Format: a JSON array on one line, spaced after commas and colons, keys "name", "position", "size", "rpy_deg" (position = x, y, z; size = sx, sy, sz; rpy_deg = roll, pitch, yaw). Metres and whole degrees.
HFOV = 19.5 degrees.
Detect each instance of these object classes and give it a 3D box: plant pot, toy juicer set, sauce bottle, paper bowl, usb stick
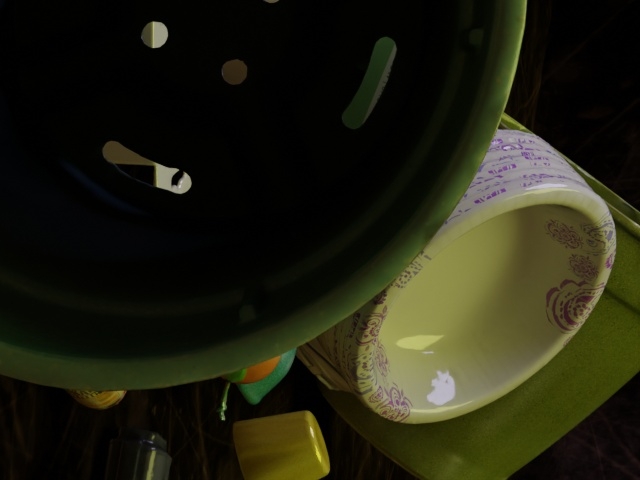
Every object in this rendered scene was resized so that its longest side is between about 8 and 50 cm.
[{"name": "plant pot", "position": [-0.073, -0.119, 0.910], "size": [0.334, 0.341, 0.341], "rpy_deg": [-34, 129, -84]}, {"name": "toy juicer set", "position": [-0.078, 0.039, 1.494], "size": [0.329, 0.089, 0.209], "rpy_deg": [-100, 170, -53]}, {"name": "plant pot", "position": [0.184, 0.077, 1.996], "size": [0.353, 0.366, 0.366], "rpy_deg": [-53, 171, 9]}, {"name": "sauce bottle", "position": [-0.159, 0.076, 1.202], "size": [0.128, 0.042, 0.042], "rpy_deg": [57, 40, -67]}, {"name": "paper bowl", "position": [0.118, 0.020, 1.707], "size": [0.148, 0.284, 0.284], "rpy_deg": [53, -18, 38]}, {"name": "usb stick", "position": [-0.148, 0.274, 1.323], "size": [0.077, 0.045, 0.278], "rpy_deg": [55, 42, -71]}]

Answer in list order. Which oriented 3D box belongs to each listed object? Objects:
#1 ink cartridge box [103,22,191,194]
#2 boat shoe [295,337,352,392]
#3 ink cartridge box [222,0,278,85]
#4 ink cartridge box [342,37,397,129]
[{"name": "ink cartridge box", "position": [-0.122, -0.114, 1.237], "size": [0.104, 0.060, 0.180], "rpy_deg": [-51, 144, -69]}, {"name": "boat shoe", "position": [-0.008, 0.080, 1.800], "size": [0.258, 0.084, 0.095], "rpy_deg": [57, 40, -43]}, {"name": "ink cartridge box", "position": [-0.015, -0.267, 1.448], "size": [0.198, 0.114, 0.273], "rpy_deg": [70, 37, -63]}, {"name": "ink cartridge box", "position": [0.039, -0.109, 1.468], "size": [0.235, 0.056, 0.171], "rpy_deg": [-9, 121, -87]}]
